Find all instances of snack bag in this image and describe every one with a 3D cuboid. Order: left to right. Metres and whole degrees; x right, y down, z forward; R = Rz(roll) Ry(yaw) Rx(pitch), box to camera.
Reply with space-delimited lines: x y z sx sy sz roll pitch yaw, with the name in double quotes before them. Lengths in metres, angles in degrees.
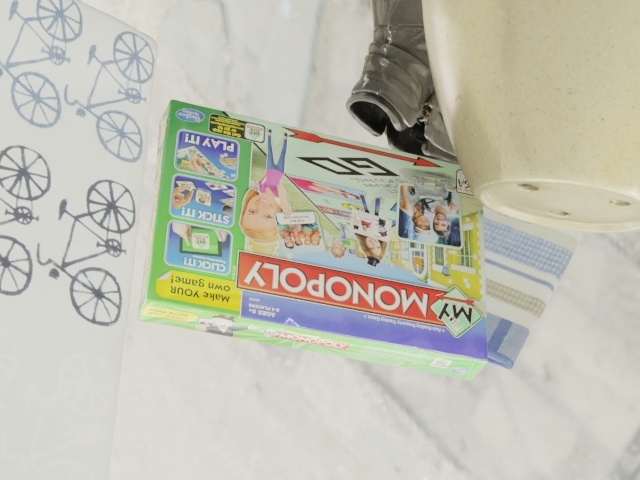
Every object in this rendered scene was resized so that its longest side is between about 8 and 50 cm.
"snack bag" -0.232 -0.041 0.628 0.037 0.342 0.323 -30 45 42

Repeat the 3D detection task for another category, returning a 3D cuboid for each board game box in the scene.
"board game box" 0.000 0.000 1.250 0.046 0.317 0.214 123 154 -54

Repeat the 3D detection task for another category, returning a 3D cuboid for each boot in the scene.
"boot" 0.162 -0.176 1.527 0.118 0.338 0.223 -6 69 51

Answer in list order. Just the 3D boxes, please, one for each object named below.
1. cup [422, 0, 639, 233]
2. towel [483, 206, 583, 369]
"cup" 0.235 -0.141 1.197 0.331 0.331 0.237 -5 70 51
"towel" 0.194 0.026 1.674 0.209 0.285 0.034 20 139 18
